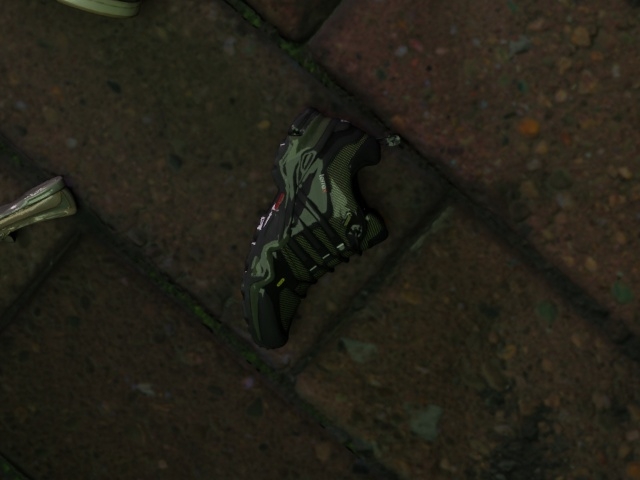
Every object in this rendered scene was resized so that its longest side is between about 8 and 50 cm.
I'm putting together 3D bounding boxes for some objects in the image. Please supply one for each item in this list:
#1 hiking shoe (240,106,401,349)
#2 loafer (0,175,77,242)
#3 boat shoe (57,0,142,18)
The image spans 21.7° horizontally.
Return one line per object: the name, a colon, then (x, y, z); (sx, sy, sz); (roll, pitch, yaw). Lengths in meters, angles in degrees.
hiking shoe: (0.000, 0.000, 1.504); (0.114, 0.086, 0.227); (16, 103, 7)
loafer: (-0.287, -0.015, 1.560); (0.125, 0.045, 0.039); (-28, 104, 9)
boat shoe: (-0.271, -0.296, 1.466); (0.285, 0.103, 0.092); (33, 109, 5)
